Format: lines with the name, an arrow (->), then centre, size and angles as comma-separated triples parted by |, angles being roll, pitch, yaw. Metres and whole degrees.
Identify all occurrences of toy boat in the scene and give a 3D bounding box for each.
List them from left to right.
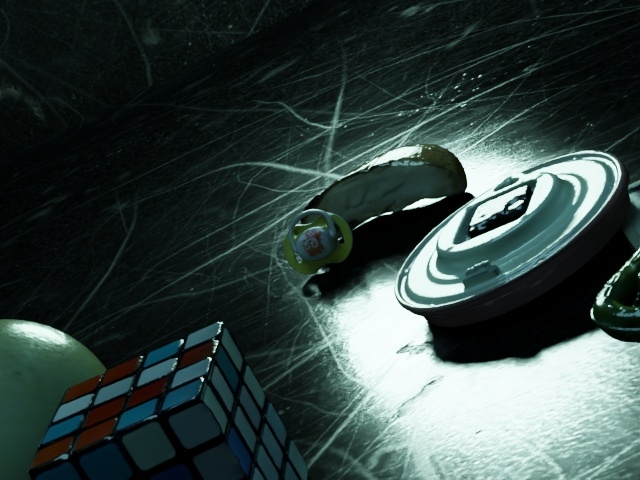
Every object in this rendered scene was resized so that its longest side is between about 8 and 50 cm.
toy boat -> 0.285, 0.020, 1.246 | 0.104, 0.052, 0.210 | 9, 37, 42

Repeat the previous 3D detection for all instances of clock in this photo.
clock -> 0.175, -0.007, 1.484 | 0.244, 0.056, 0.244 | -31, 15, 9

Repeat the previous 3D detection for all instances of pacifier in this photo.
pacifier -> 0.000, 0.000, 1.795 | 0.083, 0.068, 0.064 | -24, -10, 18

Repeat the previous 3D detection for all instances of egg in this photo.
egg -> -0.280, 0.195, 1.370 | 0.218, 0.218, 0.295 | -23, 27, 20

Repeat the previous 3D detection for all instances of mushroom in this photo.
mushroom -> 0.075, -0.062, 1.828 | 0.210, 0.072, 0.094 | -19, 10, 32

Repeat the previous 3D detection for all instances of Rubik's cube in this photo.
Rubik's cube -> -0.112, 0.179, 1.246 | 0.151, 0.154, 0.155 | -25, 17, 10

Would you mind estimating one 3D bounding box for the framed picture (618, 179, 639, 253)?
framed picture -> 0.334, -0.036, 1.409 | 0.150, 0.015, 0.203 | -26, 16, 7
